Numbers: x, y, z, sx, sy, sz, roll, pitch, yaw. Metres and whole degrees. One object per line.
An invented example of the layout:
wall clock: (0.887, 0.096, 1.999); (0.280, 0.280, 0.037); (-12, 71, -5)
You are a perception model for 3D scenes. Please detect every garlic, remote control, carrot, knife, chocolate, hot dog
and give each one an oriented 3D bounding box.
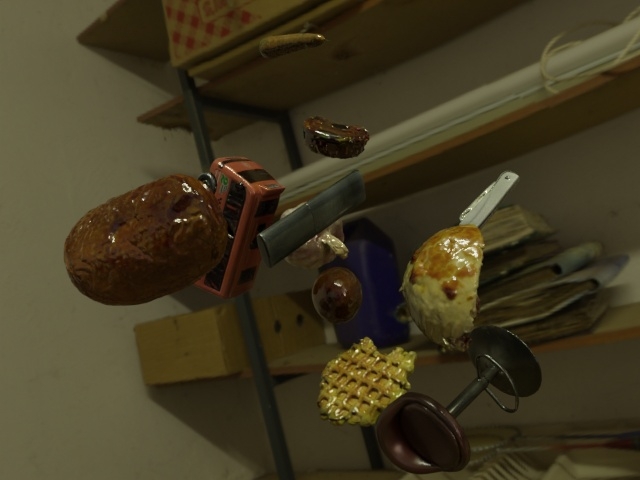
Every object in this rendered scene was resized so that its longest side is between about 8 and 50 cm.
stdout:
garlic: (0.000, 0.000, 2.002); (0.244, 0.245, 0.253); (-10, 25, -36)
remote control: (-0.016, -0.064, 1.620); (0.377, 0.107, 0.044); (-36, 35, -31)
carrot: (-0.080, -0.644, 1.956); (0.298, 0.078, 0.078); (7, 8, 39)
knife: (0.500, -0.114, 1.784); (0.265, 0.073, 0.041); (-45, -27, -18)
chocolate: (0.045, 0.160, 1.729); (0.176, 0.177, 0.177); (-15, -8, -2)
hot dog: (-0.404, 0.004, 1.404); (0.387, 0.267, 0.174); (-24, 0, 4)

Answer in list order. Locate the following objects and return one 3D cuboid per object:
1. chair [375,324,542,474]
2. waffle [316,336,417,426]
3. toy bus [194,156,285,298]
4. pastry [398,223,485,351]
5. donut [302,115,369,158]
chair: (0.343, 0.405, 1.477); (0.400, 0.227, 0.226); (-31, 2, -32)
waffle: (0.119, 0.382, 1.632); (0.300, 0.058, 0.282); (-12, 38, 35)
toy bus: (-0.283, -0.041, 1.921); (0.232, 0.427, 0.203); (26, 20, 21)
pastry: (0.248, 0.086, 1.232); (0.170, 0.237, 0.256); (3, 17, 13)
donut: (0.048, -0.339, 2.006); (0.230, 0.096, 0.216); (10, 28, -6)
